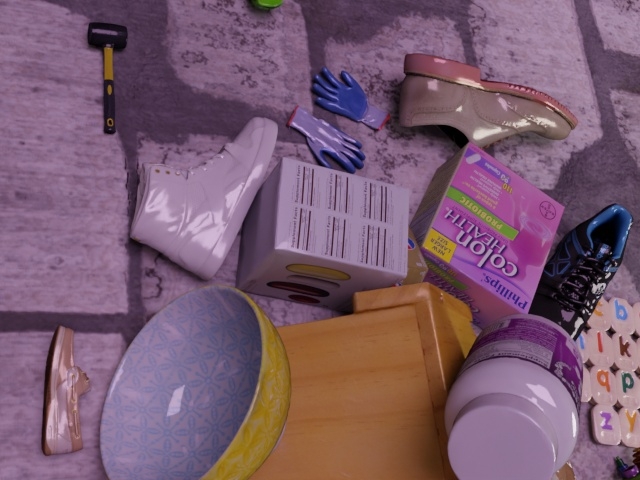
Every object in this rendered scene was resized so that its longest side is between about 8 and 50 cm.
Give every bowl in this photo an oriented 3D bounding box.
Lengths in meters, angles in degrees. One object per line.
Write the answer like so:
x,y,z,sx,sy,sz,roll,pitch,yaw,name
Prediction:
-0.135,0.220,1.061,0.156,0.289,0.289,38,55,-40,bowl

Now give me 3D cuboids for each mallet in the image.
-0.345,-0.260,1.270,0.062,0.039,0.189,9,70,-22,mallet

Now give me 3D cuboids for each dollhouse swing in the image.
0.079,0.277,1.224,0.315,0.305,0.347,28,50,-60,dollhouse swing

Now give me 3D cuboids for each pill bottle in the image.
0.258,0.217,1.065,0.169,0.169,0.301,51,24,2,pill bottle

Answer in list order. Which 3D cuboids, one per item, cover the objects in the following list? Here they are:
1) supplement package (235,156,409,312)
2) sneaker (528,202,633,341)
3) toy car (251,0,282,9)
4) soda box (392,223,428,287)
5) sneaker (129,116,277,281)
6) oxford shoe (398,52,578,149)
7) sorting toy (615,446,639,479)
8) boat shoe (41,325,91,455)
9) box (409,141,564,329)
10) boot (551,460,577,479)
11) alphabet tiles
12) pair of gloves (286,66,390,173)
0.000,0.000,1.221,0.203,0.194,0.149,12,65,-18,supplement package
0.442,0.066,1.412,0.125,0.139,0.341,32,58,6,sneaker
-0.127,-0.507,1.452,0.239,0.053,0.225,-10,75,-26,toy car
0.115,0.009,1.295,0.058,0.061,0.181,12,32,-19,soda box
-0.183,-0.102,1.233,0.169,0.108,0.292,29,62,-14,sneaker
0.310,-0.233,1.513,0.397,0.140,0.146,12,96,-24,oxford shoe
0.538,0.386,1.379,0.102,0.061,0.042,-20,77,-44,sorting toy
-0.337,0.200,1.074,0.059,0.063,0.170,6,77,-24,boat shoe
0.274,-0.006,1.388,0.213,0.117,0.243,33,61,-8,box
0.372,0.378,1.275,0.269,0.089,0.236,58,22,-21,boot
0.555,0.239,1.468,0.284,0.021,0.278,11,66,-19,alphabet tiles
0.033,-0.212,1.421,0.159,0.023,0.198,34,60,-8,pair of gloves
